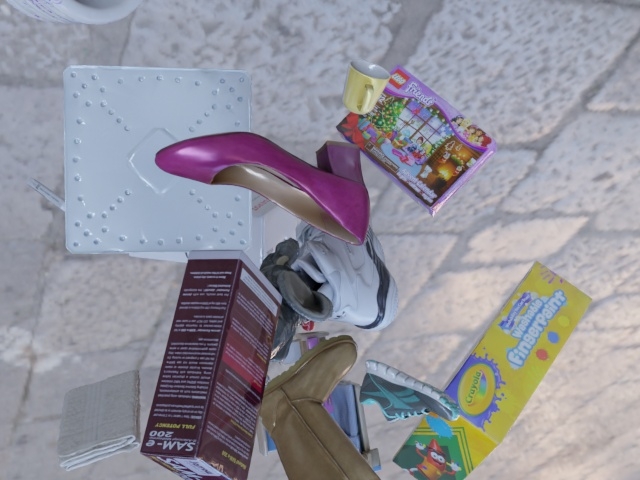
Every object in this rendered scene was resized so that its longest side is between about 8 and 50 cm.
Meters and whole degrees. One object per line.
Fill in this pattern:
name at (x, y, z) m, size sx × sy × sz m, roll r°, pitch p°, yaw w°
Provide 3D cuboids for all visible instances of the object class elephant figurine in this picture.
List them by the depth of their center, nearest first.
elephant figurine at (-0.066, 0.097, 1.363) m, size 0.169 × 0.186 × 0.239 m, roll 2°, pitch -174°, yaw 42°

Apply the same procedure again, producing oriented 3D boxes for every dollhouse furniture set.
dollhouse furniture set at (-0.019, 0.364, 2.005) m, size 0.198 × 0.287 × 0.303 m, roll -9°, pitch -178°, yaw -18°

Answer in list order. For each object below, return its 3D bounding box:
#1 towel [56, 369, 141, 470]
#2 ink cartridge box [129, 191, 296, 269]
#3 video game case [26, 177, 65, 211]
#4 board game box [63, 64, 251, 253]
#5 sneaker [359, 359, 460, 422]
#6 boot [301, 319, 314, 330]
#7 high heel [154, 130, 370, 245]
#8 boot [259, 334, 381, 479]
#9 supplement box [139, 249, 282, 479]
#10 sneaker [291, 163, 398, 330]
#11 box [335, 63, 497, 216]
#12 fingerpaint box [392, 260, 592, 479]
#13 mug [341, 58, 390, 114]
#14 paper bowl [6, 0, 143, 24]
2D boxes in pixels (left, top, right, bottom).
towel at (-0.496, 0.404, 2.063) m, size 0.187 × 0.282 × 0.049 m, roll -17°, pitch 117°, yaw -1°
ink cartridge box at (-0.288, -0.048, 2.506) m, size 0.394 × 0.285 × 0.166 m, roll 7°, pitch 108°, yaw 15°
video game case at (-0.587, -0.071, 2.163) m, size 0.022 × 0.173 × 0.190 m, roll -56°, pitch 140°, yaw -6°
board game box at (-0.343, -0.170, 1.942) m, size 0.389 × 0.390 × 0.050 m, roll -1°, pitch -176°, yaw -12°
sneaker at (0.126, 0.236, 1.329) m, size 0.065 × 0.166 × 0.076 m, roll 27°, pitch 85°, yaw -52°
boot at (-0.018, 0.131, 2.253) m, size 0.088 × 0.176 × 0.244 m, roll -12°, pitch 175°, yaw -28°
high heel at (-0.092, -0.083, 1.562) m, size 0.377 × 0.181 × 0.127 m, roll -1°, pitch 164°, yaw -14°
boot at (0.025, 0.321, 1.557) m, size 0.236 × 0.269 × 0.089 m, roll -36°, pitch 141°, yaw -4°
supplement box at (-0.117, 0.145, 1.029) m, size 0.073 × 0.239 × 0.130 m, roll -2°, pitch 151°, yaw 21°
sneaker at (0.000, 0.000, 1.700) m, size 0.210 × 0.366 × 0.137 m, roll 6°, pitch 143°, yaw -47°
box at (0.204, -0.219, 1.954) m, size 0.201 × 0.293 × 0.057 m, roll -45°, pitch 157°, yaw -4°
fingerpaint box at (0.386, 0.320, 2.056) m, size 0.445 × 0.163 × 0.371 m, roll -47°, pitch 167°, yaw -33°
mug at (0.056, -0.213, 1.287) m, size 0.078 × 0.062 × 0.064 m, roll -37°, pitch 153°, yaw -56°
paper bowl at (-0.337, -0.425, 1.169) m, size 0.148 × 0.284 × 0.284 m, roll 10°, pitch 161°, yaw 29°
